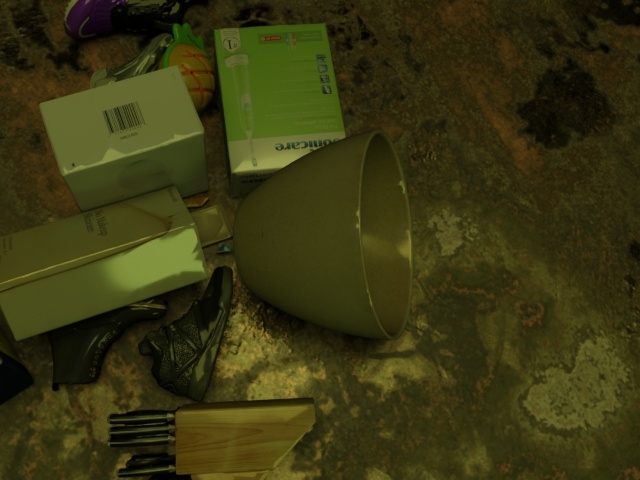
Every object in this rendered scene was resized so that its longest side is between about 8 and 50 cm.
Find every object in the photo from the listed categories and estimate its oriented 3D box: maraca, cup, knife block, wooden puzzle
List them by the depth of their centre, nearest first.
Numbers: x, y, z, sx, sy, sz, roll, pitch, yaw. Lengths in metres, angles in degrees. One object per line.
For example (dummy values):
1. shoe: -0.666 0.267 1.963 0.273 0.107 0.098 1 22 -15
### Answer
1. knife block: -0.176 0.286 1.176 0.242 0.088 0.275 42 86 0
2. cup: 0.000 0.000 1.229 0.237 0.331 0.330 -5 70 19
3. wooden puzzle: -0.198 -0.026 1.348 0.079 0.014 0.116 -14 73 -7
4. maraca: -0.242 -0.310 1.389 0.099 0.127 0.185 -9 62 23

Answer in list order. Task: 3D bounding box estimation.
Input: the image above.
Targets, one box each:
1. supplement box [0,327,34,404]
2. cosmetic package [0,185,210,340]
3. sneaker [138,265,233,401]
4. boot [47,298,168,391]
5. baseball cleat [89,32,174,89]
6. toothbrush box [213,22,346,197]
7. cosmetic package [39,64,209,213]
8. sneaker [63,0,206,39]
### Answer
1. supplement box: -0.630 0.112 1.153 0.195 0.194 0.356 -33 77 -16
2. cosmetic package: -0.352 0.030 1.216 0.310 0.113 0.160 -20 33 -15
3. sneaker: -0.220 0.137 1.249 0.130 0.087 0.227 18 75 -7
4. boot: -0.344 0.167 1.240 0.198 0.077 0.136 -8 76 5
5. baseball cleat: -0.352 -0.314 1.398 0.110 0.072 0.205 21 63 13
6. toothbrush box: -0.076 -0.236 1.376 0.206 0.122 0.283 -7 71 -9
7. cosmetic package: -0.314 -0.150 1.263 0.224 0.224 0.138 -19 72 -13
8. sneaker: -0.330 -0.440 1.426 0.293 0.102 0.146 -35 79 -16
